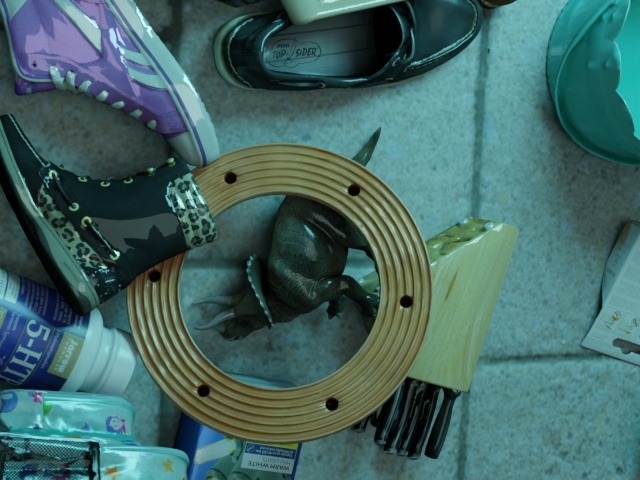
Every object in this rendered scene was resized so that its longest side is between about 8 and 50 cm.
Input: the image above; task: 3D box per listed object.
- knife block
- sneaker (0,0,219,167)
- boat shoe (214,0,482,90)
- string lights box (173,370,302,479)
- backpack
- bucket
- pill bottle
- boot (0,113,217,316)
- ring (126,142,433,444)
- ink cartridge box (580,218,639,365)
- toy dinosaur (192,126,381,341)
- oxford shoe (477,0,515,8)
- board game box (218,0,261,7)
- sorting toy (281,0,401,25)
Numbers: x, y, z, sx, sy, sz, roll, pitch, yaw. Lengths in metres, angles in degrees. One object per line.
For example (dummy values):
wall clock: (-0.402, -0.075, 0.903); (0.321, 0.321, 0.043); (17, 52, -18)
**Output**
knife block: (0.149, 0.132, 1.620); (0.276, 0.088, 0.242); (-29, 107, -17)
sneaker: (-0.239, -0.170, 1.424); (0.161, 0.102, 0.282); (-37, 98, -11)
boat shoe: (0.053, -0.238, 1.521); (0.340, 0.113, 0.127); (-7, 99, -22)
string lights box: (-0.108, 0.288, 1.537); (0.133, 0.077, 0.259); (12, 92, -25)
backpack: (-0.266, 0.266, 1.388); (0.254, 0.225, 0.191); (12, 61, -23)
bucket: (0.430, -0.219, 1.643); (0.281, 0.183, 0.281); (-3, 97, -22)
pill bottle: (-0.297, 0.108, 1.418); (0.187, 0.112, 0.112); (24, 87, -23)
boot: (-0.236, -0.056, 1.411); (0.179, 0.085, 0.236); (-27, 78, -18)
ring: (-0.045, 0.056, 1.448); (0.337, 0.032, 0.336); (0, 75, -1)
ink cartridge box: (0.438, 0.075, 1.769); (0.145, 0.045, 0.179); (19, 107, -24)
toy dinosaur: (0.000, 0.000, 1.526); (0.160, 0.121, 0.313); (29, 88, -29)
oxford shoe: (0.194, -0.384, 1.585); (0.076, 0.076, 0.212); (-31, 105, -15)
board game box: (-0.137, -0.304, 1.420); (0.170, 0.141, 0.048); (17, 90, -23)
sorting toy: (0.032, -0.347, 1.490); (0.208, 0.038, 0.193); (-18, 69, -18)
